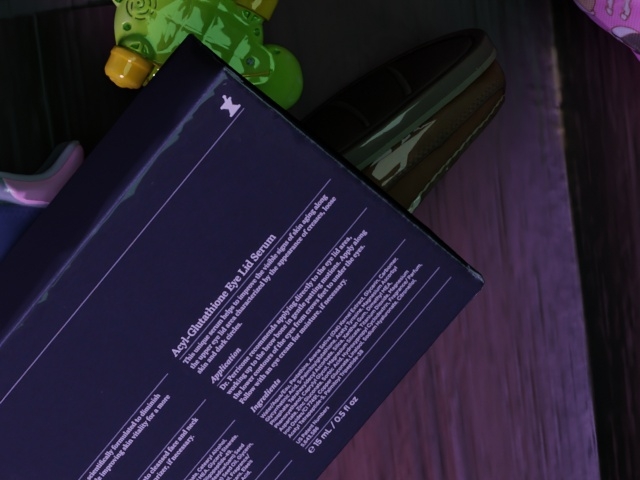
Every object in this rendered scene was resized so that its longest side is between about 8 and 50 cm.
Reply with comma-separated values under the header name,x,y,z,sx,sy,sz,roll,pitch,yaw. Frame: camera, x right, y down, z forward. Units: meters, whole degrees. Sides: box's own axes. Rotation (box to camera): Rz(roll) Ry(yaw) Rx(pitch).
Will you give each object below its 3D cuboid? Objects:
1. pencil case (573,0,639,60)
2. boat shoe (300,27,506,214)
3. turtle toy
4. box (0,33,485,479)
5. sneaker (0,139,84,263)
name,x,y,z,sx,sy,sz,roll,pitch,yaw
pencil case,0.194,-0.234,0.890,0.386,0.167,0.160,45,50,-15
boat shoe,0.000,0.000,0.890,0.307,0.111,0.104,-39,108,1
turtle toy,-0.067,-0.115,0.872,0.130,0.066,0.095,28,87,-17
box,-0.075,0.054,0.772,0.184,0.103,0.261,38,95,-26
sneaker,-0.280,-0.056,0.803,0.319,0.112,0.131,26,83,-23
